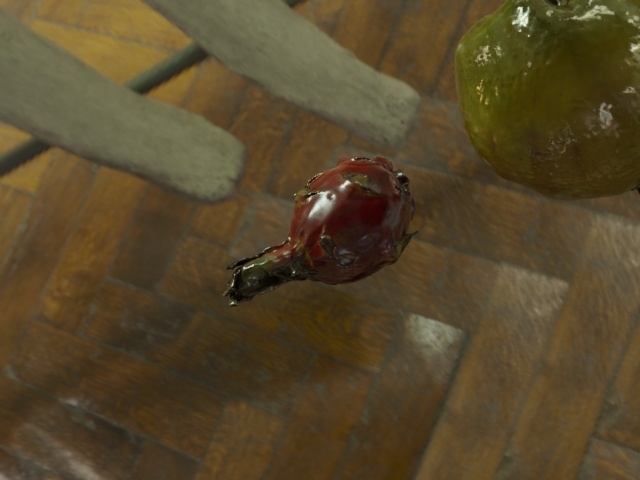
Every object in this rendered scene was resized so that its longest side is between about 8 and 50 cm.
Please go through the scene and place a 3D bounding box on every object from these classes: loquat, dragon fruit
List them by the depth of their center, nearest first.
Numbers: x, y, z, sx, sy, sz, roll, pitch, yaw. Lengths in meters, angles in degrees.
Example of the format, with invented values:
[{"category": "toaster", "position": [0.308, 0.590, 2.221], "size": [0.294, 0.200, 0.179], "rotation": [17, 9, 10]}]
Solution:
[{"category": "loquat", "position": [0.244, -0.126, 1.060], "size": [0.213, 0.213, 0.246], "rotation": [-41, 96, 5]}, {"category": "dragon fruit", "position": [0.000, 0.000, 1.223], "size": [0.246, 0.125, 0.125], "rotation": [-27, 23, -20]}]
